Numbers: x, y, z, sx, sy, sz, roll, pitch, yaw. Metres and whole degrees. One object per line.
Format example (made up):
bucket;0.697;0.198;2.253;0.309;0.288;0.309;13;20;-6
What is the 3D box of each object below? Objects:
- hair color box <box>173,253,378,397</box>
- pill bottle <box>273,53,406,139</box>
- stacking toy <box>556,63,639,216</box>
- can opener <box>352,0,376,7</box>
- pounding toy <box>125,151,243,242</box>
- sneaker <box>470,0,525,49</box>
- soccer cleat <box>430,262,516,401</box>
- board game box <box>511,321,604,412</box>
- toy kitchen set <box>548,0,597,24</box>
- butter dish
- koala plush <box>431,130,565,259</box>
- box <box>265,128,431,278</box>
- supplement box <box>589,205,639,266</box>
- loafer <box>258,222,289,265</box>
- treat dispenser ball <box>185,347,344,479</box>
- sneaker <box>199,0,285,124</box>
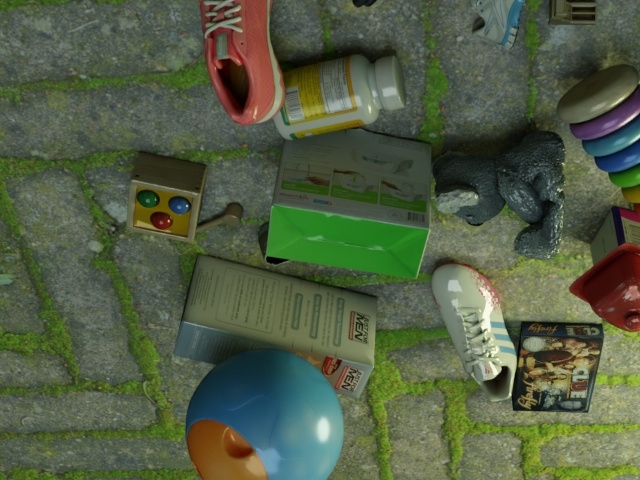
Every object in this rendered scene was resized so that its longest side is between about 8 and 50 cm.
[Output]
hair color box;-0.083;0.168;2.094;0.375;0.185;0.113;14;134;-7
pill bottle;0.030;-0.239;1.750;0.209;0.117;0.117;-11;131;16
stacking toy;0.521;-0.115;1.735;0.141;0.141;0.330;-27;106;27
can opener;0.111;-0.424;1.621;0.059;0.073;0.186;-12;151;-39
pounding toy;-0.249;-0.048;1.973;0.206;0.094;0.181;11;133;-4
sneaker;0.274;-0.379;1.630;0.083;0.071;0.190;11;133;3
soccer cleat;0.313;0.185;2.100;0.116;0.143;0.331;-17;129;21
board game box;0.492;0.268;2.227;0.165;0.042;0.243;1;133;5
toy kitchen set;0.389;-0.370;1.629;0.075;0.083;0.068;1;92;4
butter dish;0.544;0.105;1.865;0.160;0.118;0.160;28;130;-19
koala plush;0.298;-0.094;1.824;0.221;0.196;0.203;2;122;4
box;0.052;-0.075;1.823;0.262;0.231;0.126;8;133;-2
supplement box;0.620;0.035;1.950;0.220;0.111;0.114;13;133;-6
loafer;0.000;0.000;1.996;0.251;0.087;0.094;-15;130;19
treat dispenser ball;-0.101;0.340;1.935;0.288;0.288;0.288;3;133;3
sneaker;-0.129;-0.324;1.626;0.116;0.136;0.313;-10;106;16
